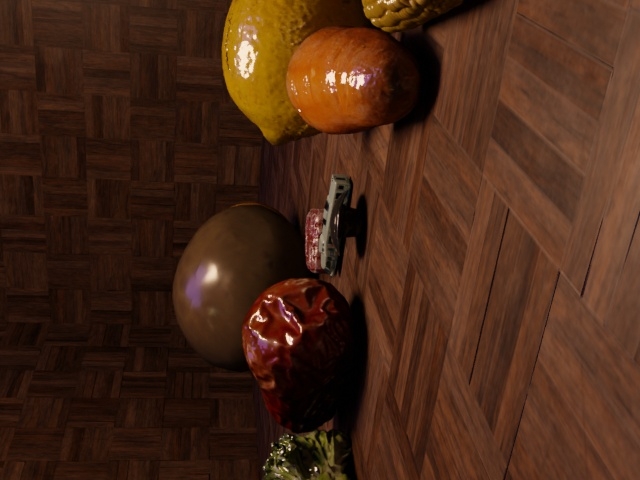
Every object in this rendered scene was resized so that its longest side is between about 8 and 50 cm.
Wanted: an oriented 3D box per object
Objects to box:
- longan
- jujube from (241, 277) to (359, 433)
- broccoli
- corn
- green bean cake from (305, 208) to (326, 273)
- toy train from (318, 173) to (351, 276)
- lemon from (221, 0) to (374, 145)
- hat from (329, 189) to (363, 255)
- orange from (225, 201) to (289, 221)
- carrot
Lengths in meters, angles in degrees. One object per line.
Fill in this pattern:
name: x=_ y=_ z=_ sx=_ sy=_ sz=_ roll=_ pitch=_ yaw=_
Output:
longan: x=-0.185 y=0.116 z=1.909 sx=0.404 sy=0.336 sz=0.404 roll=-175 pitch=90 yaw=-87
jujube: x=-0.033 y=0.215 z=1.429 sx=0.342 sy=0.216 sz=0.216 roll=84 pitch=180 yaw=-47
broccoli: x=0.009 y=0.431 z=1.310 sx=0.304 sy=0.165 sz=0.145 roll=-141 pitch=60 yaw=-65
corn: x=0.107 y=-0.294 z=0.898 sx=0.305 sy=0.106 sz=0.106 roll=-122 pitch=35 yaw=-83
green bean cake: x=0.000 y=0.000 z=1.652 sx=0.135 sy=0.056 sz=0.135 roll=-167 pitch=80 yaw=-81
toy train: x=0.025 y=-0.025 z=1.526 sx=0.043 sy=0.047 sz=0.207 roll=-107 pitch=22 yaw=-60
lemon: x=-0.037 y=-0.309 z=1.311 sx=0.258 sy=0.258 sz=0.310 roll=-148 pitch=67 yaw=-80
hat: x=0.047 y=-0.029 z=1.373 sx=0.121 sy=0.050 sz=0.121 roll=-174 pitch=90 yaw=-85
orange: x=-0.191 y=0.025 z=2.212 sx=0.274 sy=0.274 sz=0.274 roll=-178 pitch=90 yaw=-81
carrot: x=0.059 y=-0.207 z=1.058 sx=0.225 sy=0.159 sz=0.159 roll=-140 pitch=52 yaw=-68
